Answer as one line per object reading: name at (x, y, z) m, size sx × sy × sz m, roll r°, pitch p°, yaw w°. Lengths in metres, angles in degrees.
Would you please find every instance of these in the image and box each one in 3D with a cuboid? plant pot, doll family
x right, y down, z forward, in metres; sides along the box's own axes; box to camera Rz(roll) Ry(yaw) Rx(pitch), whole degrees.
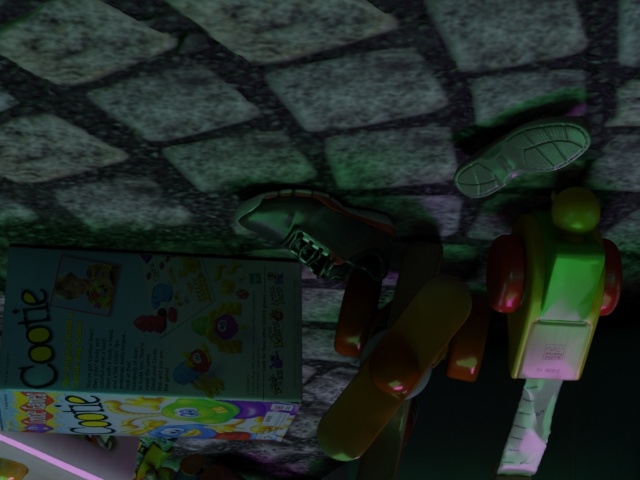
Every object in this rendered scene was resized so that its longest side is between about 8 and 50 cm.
plant pot at (0.226, 0.244, 1.566) m, size 0.334 × 0.341 × 0.341 m, roll -2°, pitch 158°, yaw 24°
doll family at (-0.191, 0.305, 1.847) m, size 0.118 × 0.263 × 0.163 m, roll -38°, pitch 167°, yaw -41°

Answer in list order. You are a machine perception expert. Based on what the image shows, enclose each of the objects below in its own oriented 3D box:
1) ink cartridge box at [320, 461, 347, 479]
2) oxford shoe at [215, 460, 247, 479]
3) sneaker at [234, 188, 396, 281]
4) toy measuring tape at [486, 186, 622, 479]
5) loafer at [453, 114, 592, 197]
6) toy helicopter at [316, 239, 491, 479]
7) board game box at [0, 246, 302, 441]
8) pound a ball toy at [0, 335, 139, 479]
ink cartridge box at (0.049, 0.414, 2.099) m, size 0.061 × 0.104 × 0.181 m, roll -32°, pitch 143°, yaw -30°
oxford shoe at (-0.069, 0.463, 2.104) m, size 0.348 × 0.130 × 0.123 m, roll 47°, pitch 169°, yaw -21°
sneaker at (0.000, 0.000, 1.276) m, size 0.157 × 0.065 × 0.061 m, roll 11°, pitch 154°, yaw -27°
toy measuring tape at (0.197, 0.077, 1.332) m, size 0.121 × 0.121 × 0.330 m, roll 2°, pitch 130°, yaw -7°
loafer at (0.159, -0.074, 1.158) m, size 0.125 × 0.039 × 0.045 m, roll -24°, pitch 114°, yaw 37°
toy helicopter at (0.062, 0.167, 1.304) m, size 0.140 × 0.355 × 0.235 m, roll 12°, pitch 162°, yaw 4°
board game box at (-0.163, 0.103, 1.411) m, size 0.275 × 0.144 × 0.142 m, roll 4°, pitch 157°, yaw -9°
pound a ball toy at (-0.357, 0.228, 1.656) m, size 0.208 × 0.136 × 0.319 m, roll -18°, pitch 142°, yaw 35°
